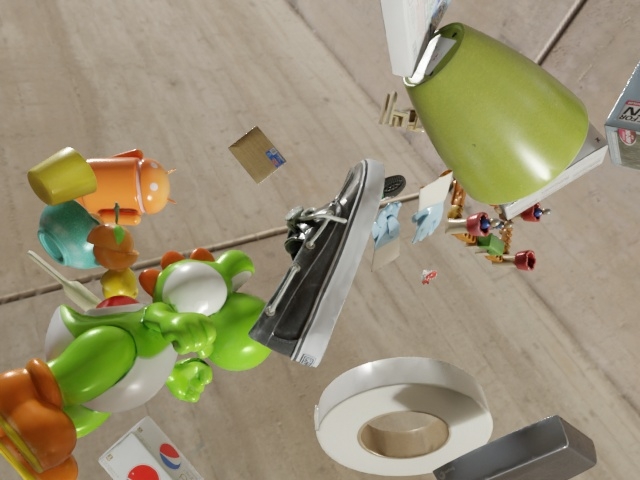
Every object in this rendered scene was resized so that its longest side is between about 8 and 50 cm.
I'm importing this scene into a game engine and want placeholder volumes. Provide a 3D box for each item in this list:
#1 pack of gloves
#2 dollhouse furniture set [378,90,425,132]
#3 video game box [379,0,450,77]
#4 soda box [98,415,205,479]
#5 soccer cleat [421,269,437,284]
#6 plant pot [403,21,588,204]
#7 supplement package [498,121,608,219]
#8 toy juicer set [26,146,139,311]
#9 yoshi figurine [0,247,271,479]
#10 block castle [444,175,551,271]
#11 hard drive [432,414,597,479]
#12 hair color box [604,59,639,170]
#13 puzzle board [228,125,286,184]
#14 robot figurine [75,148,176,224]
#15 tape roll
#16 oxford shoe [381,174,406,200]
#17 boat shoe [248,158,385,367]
[{"bbox_3d":[0.183,-0.046,0.954,0.046,0.194,0.232,56,-13,30],"label":"pack of gloves"},{"bbox_3d":[0.305,-0.387,1.217,0.242,0.211,0.161,-118,-141,-74],"label":"dollhouse furniture set"},{"bbox_3d":[0.159,-0.410,0.708,0.048,0.187,0.205,24,-13,24],"label":"video game box"},{"bbox_3d":[-0.249,0.397,0.704,0.216,0.074,0.069,49,1,0],"label":"soda box"},{"bbox_3d":[0.301,0.095,1.217,0.083,0.029,0.036,103,-22,-63],"label":"soccer cleat"},{"bbox_3d":[0.304,-0.260,0.840,0.274,0.293,0.275,-38,-145,33],"label":"plant pot"},{"bbox_3d":[0.532,-0.218,1.105,0.261,0.145,0.204,-34,-112,17],"label":"supplement package"},{"bbox_3d":[-0.364,0.017,0.696,0.209,0.089,0.329,48,-42,-3],"label":"toy juicer set"},{"bbox_3d":[-0.179,0.145,0.542,0.203,0.362,0.203,2,-63,34],"label":"yoshi figurine"},{"bbox_3d":[0.692,-0.088,1.661,0.212,0.453,0.304,-4,-115,50],"label":"block castle"},{"bbox_3d":[0.353,0.409,0.786,0.254,0.172,0.054,-39,-147,24],"label":"hard drive"},{"bbox_3d":[0.712,-0.337,0.853,0.113,0.185,0.375,30,-88,41],"label":"hair color box"},{"bbox_3d":[-0.162,-0.219,1.119,0.128,0.096,0.011,50,-6,9],"label":"puzzle board"},{"bbox_3d":[-0.426,-0.118,0.942,0.158,0.219,0.128,-114,-156,-61],"label":"robot figurine"},{"bbox_3d":[0.183,0.412,0.987,0.072,0.391,0.393,-89,-173,-52],"label":"tape roll"},{"bbox_3d":[0.221,-0.186,1.661,0.083,0.227,0.096,64,-8,-12],"label":"oxford shoe"},{"bbox_3d":[-0.001,0.002,0.563,0.104,0.307,0.113,23,-25,-1],"label":"boat shoe"}]
